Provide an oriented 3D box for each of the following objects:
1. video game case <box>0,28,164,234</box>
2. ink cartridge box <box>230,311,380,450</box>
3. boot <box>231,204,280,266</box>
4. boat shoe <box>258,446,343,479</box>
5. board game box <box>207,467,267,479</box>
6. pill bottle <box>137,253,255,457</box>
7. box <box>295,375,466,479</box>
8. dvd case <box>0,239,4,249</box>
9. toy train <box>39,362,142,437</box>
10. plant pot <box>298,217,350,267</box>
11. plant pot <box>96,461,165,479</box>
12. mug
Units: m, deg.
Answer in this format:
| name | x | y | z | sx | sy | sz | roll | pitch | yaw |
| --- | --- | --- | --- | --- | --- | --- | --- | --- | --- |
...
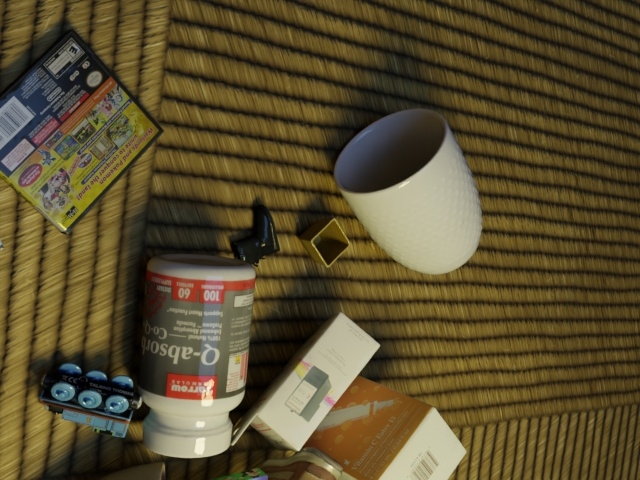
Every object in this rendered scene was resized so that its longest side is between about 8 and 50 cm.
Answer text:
| name | x | y | z | sx | sy | sz | roll | pitch | yaw |
| --- | --- | --- | --- | --- | --- | --- | --- | --- | --- |
| video game case | -0.455 | -0.193 | 1.376 | 0.275 | 0.035 | 0.248 | -52 | 122 | -20 |
| ink cartridge box | -0.046 | 0.333 | 1.636 | 0.119 | 0.207 | 0.353 | 41 | 70 | 0 |
| boot | -0.144 | -0.005 | 1.631 | 0.099 | 0.045 | 0.121 | -26 | 112 | -28 |
| boat shoe | -0.073 | 0.529 | 1.606 | 0.123 | 0.324 | 0.116 | 32 | 52 | -7 |
| board game box | -0.213 | 0.636 | 1.541 | 0.214 | 0.046 | 0.317 | -3 | 99 | -36 |
| pill bottle | -0.243 | 0.216 | 1.485 | 0.210 | 0.210 | 0.362 | 2 | 96 | -37 |
| box | 0.107 | 0.445 | 1.693 | 0.215 | 0.345 | 0.168 | -48 | 121 | -21 |
| dvd case | -0.603 | -0.027 | 1.305 | 0.087 | 0.013 | 0.119 | -24 | 111 | -32 |
| toy train | -0.427 | 0.296 | 1.416 | 0.184 | 0.080 | 0.105 | 16 | 119 | -12 |
| plant pot | 0.000 | 0.000 | 1.711 | 0.081 | 0.083 | 0.081 | -44 | 120 | -22 |
| plant pot | -0.392 | 0.560 | 1.418 | 0.191 | 0.284 | 0.284 | 1 | 97 | -8 |
| mug | 0.234 | -0.122 | 1.779 | 0.328 | 0.276 | 0.374 | 55 | 35 | -35 |
